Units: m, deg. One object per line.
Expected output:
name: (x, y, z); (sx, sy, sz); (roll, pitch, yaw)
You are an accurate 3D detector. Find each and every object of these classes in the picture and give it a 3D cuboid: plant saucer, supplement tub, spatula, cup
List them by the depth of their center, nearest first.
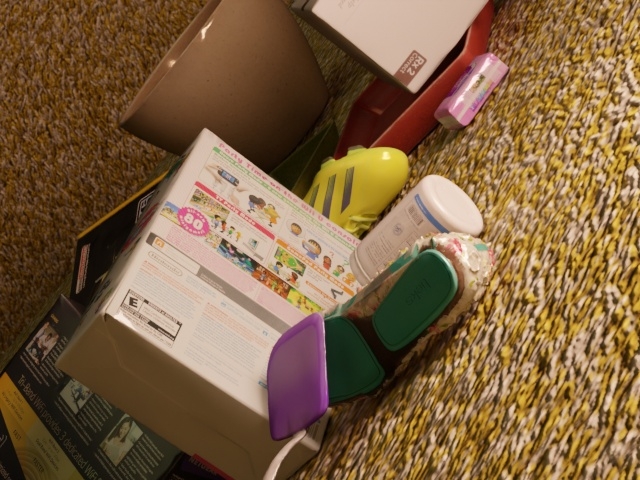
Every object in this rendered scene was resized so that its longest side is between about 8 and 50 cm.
spatula: (-0.036, 0.193, 1.180); (0.084, 0.030, 0.296); (-36, 32, 44)
supplement tub: (0.084, 0.001, 1.318); (0.107, 0.071, 0.071); (-46, 14, 27)
plant saucer: (0.114, -0.176, 1.769); (0.258, 0.048, 0.259); (-45, 13, 30)
plant saucer: (-0.047, -0.048, 1.997); (0.188, 0.045, 0.188); (-36, 20, 53)
cup: (-0.129, -0.242, 2.397); (0.331, 0.237, 0.331); (-49, 13, 16)

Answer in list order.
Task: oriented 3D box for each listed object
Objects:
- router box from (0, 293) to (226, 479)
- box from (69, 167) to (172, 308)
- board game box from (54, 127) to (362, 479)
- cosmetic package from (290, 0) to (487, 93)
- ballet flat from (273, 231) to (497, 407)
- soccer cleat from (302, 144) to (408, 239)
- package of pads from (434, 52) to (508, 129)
router box: (-0.250, 0.232, 1.533); (0.243, 0.081, 0.309); (-52, 43, 2)
box: (-0.212, 0.088, 1.817); (0.257, 0.079, 0.322); (-29, 46, 38)
board game box: (-0.083, 0.060, 1.404); (0.097, 0.224, 0.303); (-46, 13, 36)
cosmetic package: (0.078, -0.274, 1.703); (0.151, 0.151, 0.183); (-53, 12, 2)
ballet flat: (0.059, 0.069, 1.240); (0.241, 0.091, 0.077); (-36, -11, 40)
soccer cleat: (0.001, 0.001, 1.651); (0.289, 0.093, 0.121); (-38, 49, 36)
package of pads: (0.158, -0.156, 1.583); (0.083, 0.032, 0.050); (-54, 14, -10)
